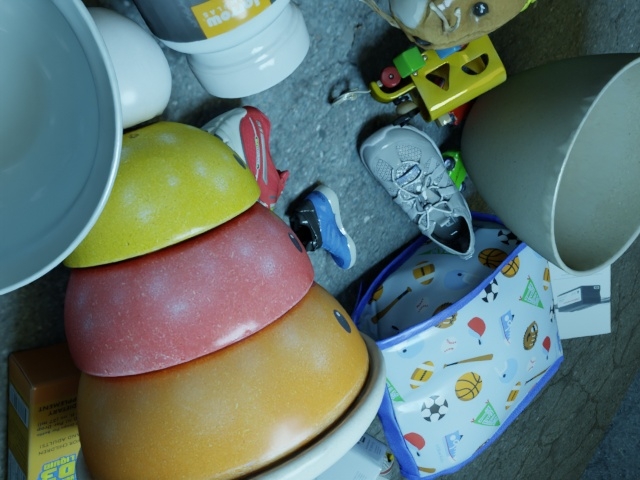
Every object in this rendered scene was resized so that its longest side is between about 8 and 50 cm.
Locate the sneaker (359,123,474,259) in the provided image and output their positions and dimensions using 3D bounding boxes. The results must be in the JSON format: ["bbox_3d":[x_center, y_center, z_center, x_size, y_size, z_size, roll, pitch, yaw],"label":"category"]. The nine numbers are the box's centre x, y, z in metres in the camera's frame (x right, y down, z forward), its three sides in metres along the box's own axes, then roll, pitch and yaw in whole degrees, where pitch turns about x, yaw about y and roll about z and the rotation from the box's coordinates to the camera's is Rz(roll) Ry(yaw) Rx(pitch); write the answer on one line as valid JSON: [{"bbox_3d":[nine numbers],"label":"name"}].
[{"bbox_3d":[0.170,-0.074,1.085,0.105,0.115,0.281,-38,130,17],"label":"sneaker"}]

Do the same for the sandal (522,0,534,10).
[{"bbox_3d":[0.326,-0.442,1.039,0.317,0.126,0.138,-35,132,-27],"label":"sandal"}]

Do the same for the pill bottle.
[{"bbox_3d":[-0.116,-0.281,0.657,0.162,0.162,0.278,-44,139,-15],"label":"pill bottle"}]

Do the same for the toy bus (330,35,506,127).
[{"bbox_3d":[0.151,-0.208,0.957,0.191,0.202,0.104,-32,95,-40],"label":"toy bus"}]

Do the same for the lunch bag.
[{"bbox_3d":[0.222,0.179,1.220,0.385,0.239,0.328,-41,123,-31],"label":"lunch bag"}]

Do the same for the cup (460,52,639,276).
[{"bbox_3d":[0.361,-0.142,1.084,0.331,0.237,0.331,-21,125,-34],"label":"cup"}]

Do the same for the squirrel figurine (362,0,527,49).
[{"bbox_3d":[0.140,-0.410,0.720,0.370,0.281,0.397,43,72,-39],"label":"squirrel figurine"}]

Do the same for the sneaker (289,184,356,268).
[{"bbox_3d":[-0.001,0.000,1.042,0.084,0.058,0.152,-41,134,-27],"label":"sneaker"}]

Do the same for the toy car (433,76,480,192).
[{"bbox_3d":[0.231,-0.172,1.172,0.239,0.053,0.225,-5,119,-43],"label":"toy car"}]

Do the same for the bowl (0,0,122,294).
[{"bbox_3d":[-0.298,-0.108,0.562,0.298,0.134,0.298,-1,107,-4],"label":"bowl"}]

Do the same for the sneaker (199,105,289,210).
[{"bbox_3d":[-0.082,-0.045,0.904,0.118,0.107,0.279,-45,146,-36],"label":"sneaker"}]

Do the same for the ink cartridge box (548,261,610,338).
[{"bbox_3d":[0.521,0.030,1.461,0.307,0.129,0.223,65,22,-46],"label":"ink cartridge box"}]

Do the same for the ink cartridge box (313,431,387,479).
[{"bbox_3d":[-0.084,0.409,1.143,0.309,0.272,0.130,-60,171,5],"label":"ink cartridge box"}]

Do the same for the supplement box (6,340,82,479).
[{"bbox_3d":[-0.332,0.243,0.854,0.078,0.080,0.233,-11,124,-41],"label":"supplement box"}]

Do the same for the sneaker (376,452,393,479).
[{"bbox_3d":[0.078,0.449,1.425,0.225,0.088,0.092,39,66,-51],"label":"sneaker"}]

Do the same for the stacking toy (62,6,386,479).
[{"bbox_3d":[-0.152,0.003,0.717,0.350,0.350,0.480,-28,110,-31],"label":"stacking toy"}]
